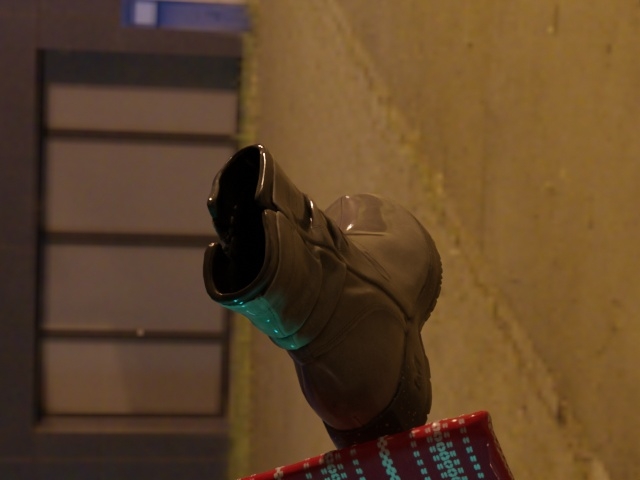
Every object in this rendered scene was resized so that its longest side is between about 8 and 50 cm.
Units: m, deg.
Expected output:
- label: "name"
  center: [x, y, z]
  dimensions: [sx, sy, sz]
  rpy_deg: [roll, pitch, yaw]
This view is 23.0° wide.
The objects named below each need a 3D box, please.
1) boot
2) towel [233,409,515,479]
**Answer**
- label: "boot"
  center: [0.000, 0.000, 0.926]
  dimensions: [0.161, 0.083, 0.246]
  rpy_deg: [54, -162, -27]
- label: "towel"
  center: [0.000, 0.210, 0.876]
  dimensions: [0.031, 0.275, 0.198]
  rpy_deg: [-68, -44, -64]
